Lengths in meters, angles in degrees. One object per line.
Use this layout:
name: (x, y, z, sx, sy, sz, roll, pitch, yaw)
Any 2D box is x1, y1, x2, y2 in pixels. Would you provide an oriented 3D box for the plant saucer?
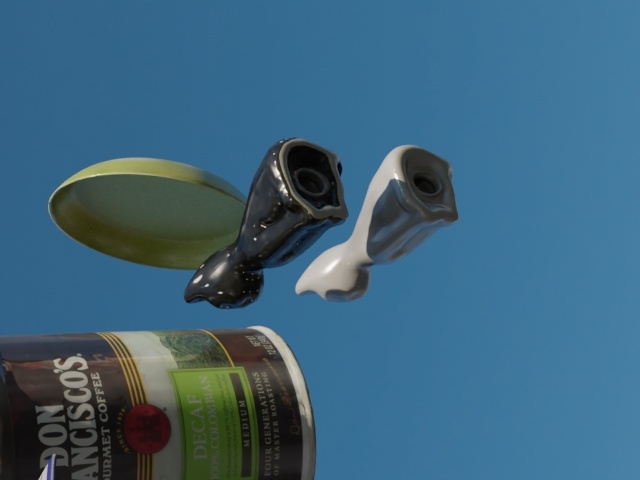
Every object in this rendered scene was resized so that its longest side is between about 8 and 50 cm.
plant saucer: (-0.175, -0.032, 1.499, 0.241, 0.241, 0.037, 29, -122, -40)

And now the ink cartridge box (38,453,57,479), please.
ink cartridge box: (-0.223, 0.318, 0.811, 0.069, 0.176, 0.371, 26, -93, -11)

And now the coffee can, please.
coffee can: (-0.171, 0.175, 1.159, 0.275, 0.201, 0.202, 0, -87, -30)

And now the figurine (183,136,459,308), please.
figurine: (0.000, 0.000, 1.288, 0.215, 0.209, 0.092, 0, -123, -36)
